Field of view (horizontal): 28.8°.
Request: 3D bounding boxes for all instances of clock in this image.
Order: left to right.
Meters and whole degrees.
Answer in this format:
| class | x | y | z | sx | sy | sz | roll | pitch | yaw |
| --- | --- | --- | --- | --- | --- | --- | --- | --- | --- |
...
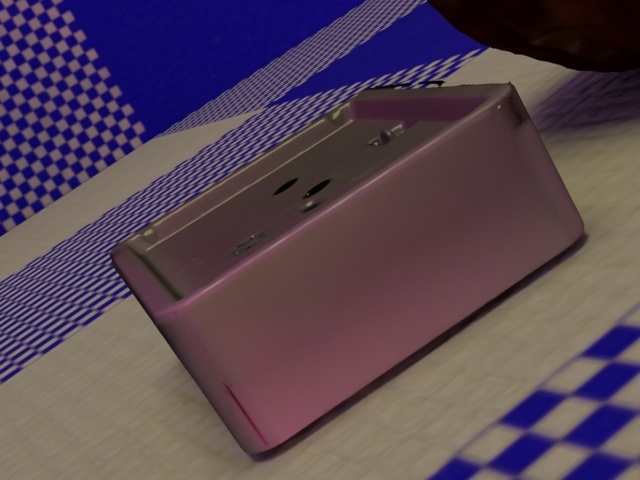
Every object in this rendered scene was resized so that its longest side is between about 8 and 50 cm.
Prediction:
| class | x | y | z | sx | sy | sz | roll | pitch | yaw |
| --- | --- | --- | --- | --- | --- | --- | --- | --- | --- |
| clock | 0.000 | 0.000 | 0.503 | 0.150 | 0.063 | 0.197 | -33 | 13 | -9 |

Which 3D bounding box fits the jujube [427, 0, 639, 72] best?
| class | x | y | z | sx | sy | sz | roll | pitch | yaw |
| --- | --- | --- | --- | --- | --- | --- | --- | --- | --- |
| jujube | 0.164 | -0.180 | 0.512 | 0.216 | 0.216 | 0.342 | -39 | 19 | -29 |
